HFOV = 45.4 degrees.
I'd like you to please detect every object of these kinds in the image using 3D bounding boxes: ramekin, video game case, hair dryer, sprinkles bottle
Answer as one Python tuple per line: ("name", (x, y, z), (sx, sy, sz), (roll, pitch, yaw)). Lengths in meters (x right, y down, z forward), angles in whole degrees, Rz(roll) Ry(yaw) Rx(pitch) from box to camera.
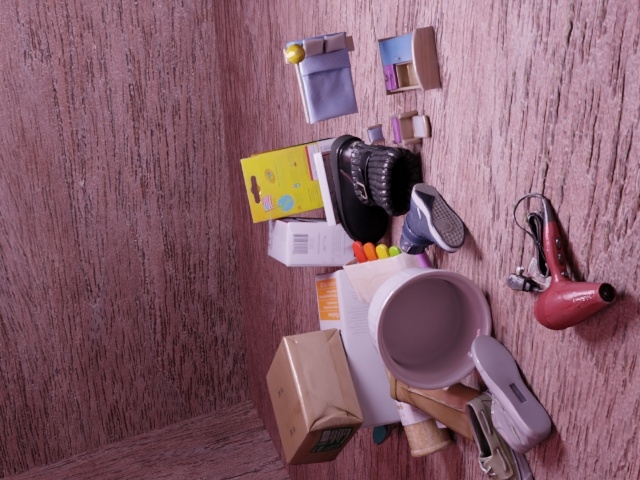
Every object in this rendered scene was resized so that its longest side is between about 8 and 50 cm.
("ramekin", (0.241, 0.192, 1.768), (0.135, 0.277, 0.277), (-147, 46, -75))
("video game case", (0.046, -0.159, 2.194), (0.285, 0.025, 0.204), (-34, -67, -73))
("hair dryer", (0.429, 0.057, 1.416), (0.293, 0.080, 0.224), (-135, 36, -56))
("sprinkles bottle", (0.252, 0.405, 2.103), (0.121, 0.121, 0.356), (133, 121, -68))

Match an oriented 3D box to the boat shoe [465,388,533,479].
("boat shoe", (0.407, 0.497, 1.767), (0.109, 0.094, 0.303), (150, 105, -70))

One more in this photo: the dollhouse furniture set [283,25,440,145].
("dollhouse furniture set", (0.093, -0.338, 1.746), (0.198, 0.303, 0.287), (-161, 59, -69))

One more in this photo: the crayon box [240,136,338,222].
("crayon box", (-0.082, -0.186, 2.325), (0.081, 0.318, 0.202), (-163, 61, -68))

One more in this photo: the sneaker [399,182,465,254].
("sneaker", (0.261, -0.005, 1.813), (0.226, 0.086, 0.164), (-111, 28, -48))

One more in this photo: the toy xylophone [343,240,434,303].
("toy xylophone", (0.182, 0.120, 2.040), (0.322, 0.081, 0.236), (0, 115, 55))

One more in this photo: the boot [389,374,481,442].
("boot", (0.292, 0.345, 1.901), (0.269, 0.089, 0.236), (18, 122, 46))

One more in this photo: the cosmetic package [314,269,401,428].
("cosmetic package", (0.111, 0.312, 2.283), (0.230, 0.161, 0.454), (160, 104, -71))

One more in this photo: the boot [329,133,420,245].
("boot", (0.157, -0.104, 2.003), (0.260, 0.131, 0.348), (26, 144, 48))

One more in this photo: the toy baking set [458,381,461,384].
("toy baking set", (0.319, 0.274, 1.956), (0.256, 0.030, 0.197), (-133, 34, -55))

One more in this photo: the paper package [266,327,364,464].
("paper package", (-0.025, 0.456, 2.211), (0.325, 0.168, 0.310), (113, 146, -54))

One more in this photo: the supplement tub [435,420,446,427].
("supplement tub", (0.323, 0.427, 1.995), (0.071, 0.071, 0.107), (150, 105, -70))

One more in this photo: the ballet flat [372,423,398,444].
("ballet flat", (0.218, 0.562, 2.379), (0.072, 0.068, 0.213), (-114, 28, -45))

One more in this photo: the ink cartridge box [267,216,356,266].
("ink cartridge box", (0.000, 0.000, 2.312), (0.309, 0.271, 0.130), (-162, 73, -74))

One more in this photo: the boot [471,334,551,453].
("boot", (0.396, 0.343, 1.685), (0.258, 0.095, 0.123), (63, 150, 31))
